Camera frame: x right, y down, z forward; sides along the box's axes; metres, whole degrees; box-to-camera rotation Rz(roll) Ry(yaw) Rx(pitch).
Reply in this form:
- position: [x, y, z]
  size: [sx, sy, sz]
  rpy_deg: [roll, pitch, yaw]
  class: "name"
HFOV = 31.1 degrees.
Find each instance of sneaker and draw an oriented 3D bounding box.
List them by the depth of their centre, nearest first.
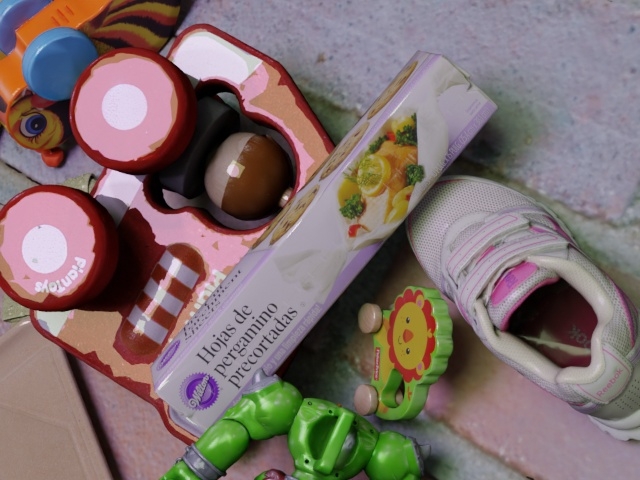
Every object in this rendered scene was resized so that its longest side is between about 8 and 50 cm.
- position: [0.142, 0.027, 0.795]
  size: [0.103, 0.111, 0.252]
  rpy_deg: [-52, 53, 6]
  class: "sneaker"

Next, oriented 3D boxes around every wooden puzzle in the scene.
- position: [-0.281, 0.223, 1.038]
  size: [0.221, 0.044, 0.239]
  rpy_deg: [-38, 63, 15]
  class: "wooden puzzle"

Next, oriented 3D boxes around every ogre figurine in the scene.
- position: [-0.003, 0.173, 0.820]
  size: [0.197, 0.097, 0.118]
  rpy_deg: [24, 87, 17]
  class: "ogre figurine"

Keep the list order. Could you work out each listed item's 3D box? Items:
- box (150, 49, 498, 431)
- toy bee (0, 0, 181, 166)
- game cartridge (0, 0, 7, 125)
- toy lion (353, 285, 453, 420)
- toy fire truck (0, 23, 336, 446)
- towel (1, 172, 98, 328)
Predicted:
- position: [0.000, 0.000, 0.857]
  size: [0.324, 0.063, 0.067]
  rpy_deg: [-49, 15, 2]
  class: "box"
- position: [-0.261, -0.159, 1.101]
  size: [0.298, 0.162, 0.195]
  rpy_deg: [-17, 53, 0]
  class: "toy bee"
- position: [-0.456, -0.134, 1.257]
  size: [0.285, 0.052, 0.324]
  rpy_deg: [11, 83, 33]
  class: "game cartridge"
- position: [0.064, 0.083, 0.841]
  size: [0.096, 0.034, 0.100]
  rpy_deg: [0, 85, 61]
  class: "toy lion"
- position: [-0.099, -0.008, 0.946]
  size: [0.254, 0.169, 0.302]
  rpy_deg: [31, 91, 10]
  class: "toy fire truck"
- position: [-0.254, 0.013, 1.095]
  size: [0.110, 0.027, 0.148]
  rpy_deg: [-11, 70, 29]
  class: "towel"
